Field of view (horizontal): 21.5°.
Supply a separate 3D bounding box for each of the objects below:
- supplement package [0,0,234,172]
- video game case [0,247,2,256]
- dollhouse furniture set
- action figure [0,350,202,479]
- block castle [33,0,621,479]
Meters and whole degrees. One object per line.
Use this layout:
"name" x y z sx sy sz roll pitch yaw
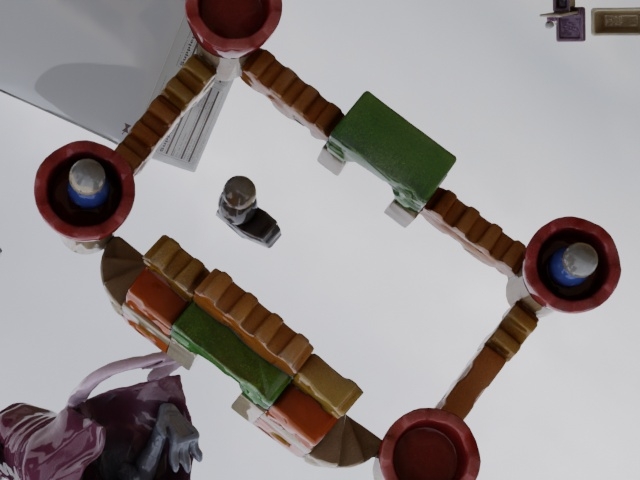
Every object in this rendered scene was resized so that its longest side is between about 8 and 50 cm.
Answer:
"supplement package" -0.237 -0.225 1.896 0.262 0.204 0.145 25 -176 27
"video game case" -0.322 0.102 1.291 0.023 0.212 0.193 32 -174 -3
"dollhouse furniture set" 0.310 -0.270 1.929 0.114 0.091 0.081 4 -168 28
"action figure" -0.322 0.247 1.961 0.248 0.276 0.370 -9 -170 -38
"block castle" 0.000 0.000 1.471 0.453 0.303 0.213 38 167 1
